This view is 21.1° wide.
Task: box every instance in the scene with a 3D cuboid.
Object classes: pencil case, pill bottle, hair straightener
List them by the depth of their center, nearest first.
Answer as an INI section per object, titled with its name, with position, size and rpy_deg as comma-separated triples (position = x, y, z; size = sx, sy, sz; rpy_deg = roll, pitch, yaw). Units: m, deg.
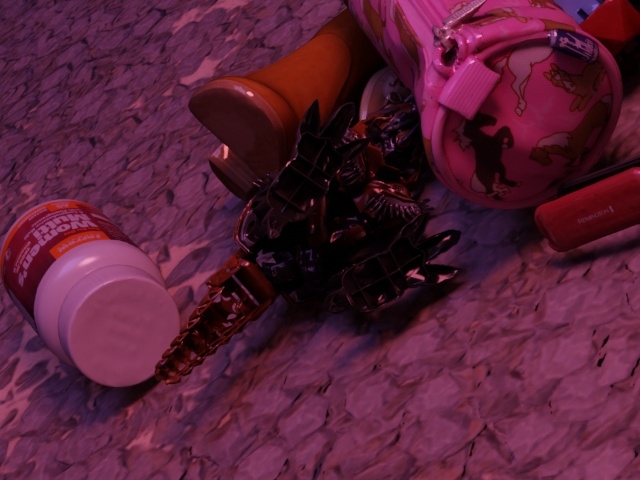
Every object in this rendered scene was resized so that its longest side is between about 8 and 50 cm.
[hair straightener]
position = 0.259, -0.062, 1.212
size = 0.230, 0.047, 0.089
rpy_deg = -30, 7, 39
[pencil case]
position = 0.096, -0.190, 1.374
size = 0.160, 0.167, 0.386
rpy_deg = -9, 39, -14
[pill bottle]
position = -0.208, 0.047, 1.549
size = 0.121, 0.121, 0.221
rpy_deg = -42, 28, -7

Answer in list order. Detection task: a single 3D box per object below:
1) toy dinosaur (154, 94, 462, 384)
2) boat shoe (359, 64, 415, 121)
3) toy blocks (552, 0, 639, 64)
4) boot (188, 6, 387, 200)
[toy dinosaur]
position = 0.000, 0.000, 1.394
size = 0.322, 0.164, 0.218
rpy_deg = -66, 16, -15
[boat shoe]
position = 0.080, -0.134, 1.552
size = 0.048, 0.056, 0.153
rpy_deg = 0, 35, 30
[toy blocks]
position = 0.306, -0.269, 1.382
size = 0.381, 0.191, 0.261
rpy_deg = -45, 35, 12
[boot]
position = -0.010, -0.150, 1.521
size = 0.211, 0.104, 0.295
rpy_deg = -47, -4, -11
